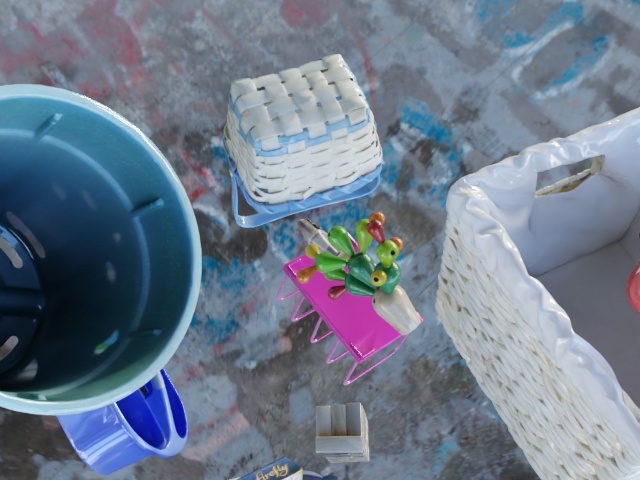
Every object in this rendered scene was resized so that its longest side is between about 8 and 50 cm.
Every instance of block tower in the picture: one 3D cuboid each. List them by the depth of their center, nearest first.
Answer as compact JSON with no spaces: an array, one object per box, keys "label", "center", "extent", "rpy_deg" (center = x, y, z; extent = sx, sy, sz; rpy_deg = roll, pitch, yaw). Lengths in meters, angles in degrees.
[{"label":"block tower","center":[0.049,0.397,1.595],"extent":[0.091,0.335,0.097],"rpy_deg":[-3,72,4]}]

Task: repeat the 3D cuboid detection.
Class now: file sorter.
[{"label":"file sorter","center":[0.056,0.171,1.893],"extent":[0.202,0.182,0.290],"rpy_deg":[-28,67,-31]}]

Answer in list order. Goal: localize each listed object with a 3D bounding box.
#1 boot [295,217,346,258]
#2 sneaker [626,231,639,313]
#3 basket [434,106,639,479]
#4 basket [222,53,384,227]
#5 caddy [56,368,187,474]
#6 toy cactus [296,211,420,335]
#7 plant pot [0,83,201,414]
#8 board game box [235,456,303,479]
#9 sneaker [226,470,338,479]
[{"label":"boot","center":[0.000,0.000,1.289],"extent":[0.087,0.118,0.042],"rpy_deg":[42,87,12]},{"label":"sneaker","center":[0.338,0.025,0.737],"extent":[0.221,0.128,0.087],"rpy_deg":[-20,87,-27]},{"label":"basket","center":[0.334,0.071,0.855],"extent":[0.328,0.266,0.331],"rpy_deg":[-22,59,-16]},{"label":"basket","center":[-0.022,-0.137,1.223],"extent":[0.255,0.289,0.201],"rpy_deg":[-17,55,-11]},{"label":"caddy","center":[-0.400,0.297,1.574],"extent":[0.179,0.241,0.341],"rpy_deg":[-34,82,12]},{"label":"toy cactus","center":[0.067,0.058,1.081],"extent":[0.180,0.219,0.112],"rpy_deg":[51,57,-4]},{"label":"plant pot","center":[-0.373,0.040,0.911],"extent":[0.341,0.334,0.341],"rpy_deg":[15,67,-40]},{"label":"board game box","center":[-0.102,0.442,1.086],"extent":[0.165,0.042,0.243],"rpy_deg":[-14,115,-42]},{"label":"sneaker","center":[-0.093,0.528,1.420],"extent":[0.323,0.236,0.130],"rpy_deg":[-10,100,-18]}]
